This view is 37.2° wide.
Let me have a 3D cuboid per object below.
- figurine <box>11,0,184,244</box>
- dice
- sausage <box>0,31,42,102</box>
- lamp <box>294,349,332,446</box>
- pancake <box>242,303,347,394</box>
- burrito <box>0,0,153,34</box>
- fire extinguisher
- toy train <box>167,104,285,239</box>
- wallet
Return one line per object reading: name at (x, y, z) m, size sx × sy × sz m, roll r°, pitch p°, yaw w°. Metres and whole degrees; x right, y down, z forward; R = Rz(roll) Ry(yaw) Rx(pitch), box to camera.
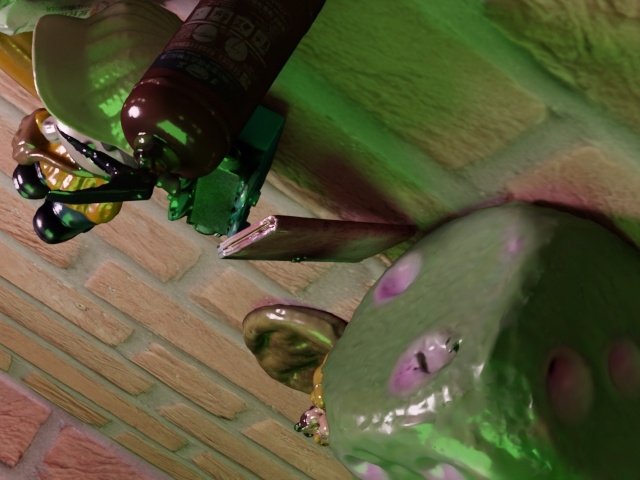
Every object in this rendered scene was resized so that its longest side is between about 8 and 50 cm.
figurine at (-0.225, -0.128, 1.055) m, size 0.185 × 0.205 × 0.332 m, roll 61°, pitch 153°, yaw 9°
dice at (0.218, 0.175, 1.095) m, size 0.322 × 0.330 × 0.318 m, roll 42°, pitch 146°, yaw -19°
sausage at (-0.312, -0.211, 1.163) m, size 0.134 × 0.116 × 0.354 m, roll 25°, pitch 162°, yaw 48°
lamp at (0.035, 0.242, 1.468) m, size 0.118 × 0.118 × 0.253 m, roll 33°, pitch 114°, yaw -7°
pancake at (-0.007, 0.203, 1.609) m, size 0.295 × 0.049 × 0.294 m, roll 20°, pitch 149°, yaw 12°
burrito at (-0.267, -0.258, 1.009) m, size 0.064 × 0.203 × 0.064 m, roll 18°, pitch 118°, yaw 37°
fire extinguisher at (-0.120, -0.149, 0.867) m, size 0.138 × 0.344 × 0.102 m, roll 27°, pitch 150°, yaw 4°
toy train at (-0.112, -0.087, 1.150) m, size 0.107 × 0.154 × 0.198 m, roll 25°, pitch 151°, yaw 0°
wallet at (0.000, 0.000, 1.170) m, size 0.232 × 0.025 × 0.119 m, roll 3°, pitch 159°, yaw -41°
